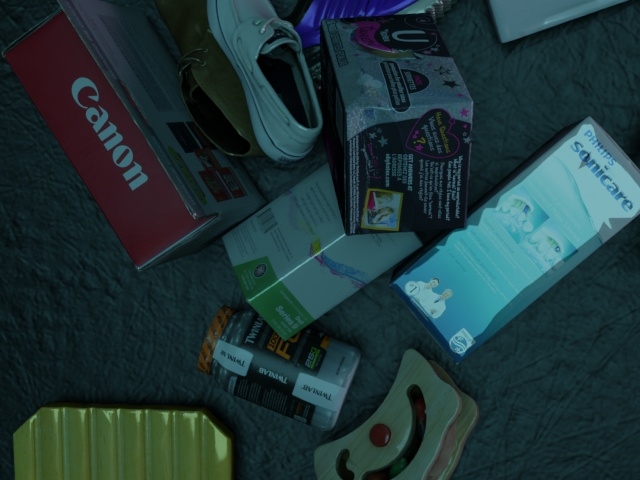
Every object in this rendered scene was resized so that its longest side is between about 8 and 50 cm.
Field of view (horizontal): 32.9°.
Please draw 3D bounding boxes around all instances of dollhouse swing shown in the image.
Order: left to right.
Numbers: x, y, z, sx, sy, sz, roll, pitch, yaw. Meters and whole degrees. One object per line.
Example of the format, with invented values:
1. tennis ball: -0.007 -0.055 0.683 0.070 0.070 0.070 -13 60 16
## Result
1. dollhouse swing: -0.268 0.407 1.338 0.346 0.315 0.305 1 112 7

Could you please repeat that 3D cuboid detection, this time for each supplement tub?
1. supplement tub: -0.053 0.158 1.383 0.190 0.117 0.117 21 93 5

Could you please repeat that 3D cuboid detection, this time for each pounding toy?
1. pounding toy: 0.101 0.282 1.394 0.154 0.155 0.270 22 84 33

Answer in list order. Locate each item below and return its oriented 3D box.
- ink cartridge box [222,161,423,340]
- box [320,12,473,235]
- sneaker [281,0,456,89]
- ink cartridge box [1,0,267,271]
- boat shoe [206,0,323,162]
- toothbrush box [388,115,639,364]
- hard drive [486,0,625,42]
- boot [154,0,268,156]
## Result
1. ink cartridge box: 0.000 0.000 1.346 0.212 0.154 0.093 -37 124 6
2. box: 0.082 -0.141 1.239 0.142 0.247 0.163 -4 124 -5
3. sneaker: 0.046 -0.307 1.368 0.293 0.102 0.146 -30 87 6
4. ink cartridge box: -0.230 -0.130 1.312 0.130 0.272 0.309 -33 87 14
5. boat shoe: -0.056 -0.222 1.286 0.095 0.084 0.258 -15 75 -35
6. toothbrush box: 0.232 -0.004 1.299 0.295 0.216 0.126 -41 88 4
7. hard drive: 0.274 -0.427 1.318 0.210 0.040 0.319 -19 108 2
8. boot: -0.138 -0.230 1.357 0.305 0.115 0.112 54 136 16
